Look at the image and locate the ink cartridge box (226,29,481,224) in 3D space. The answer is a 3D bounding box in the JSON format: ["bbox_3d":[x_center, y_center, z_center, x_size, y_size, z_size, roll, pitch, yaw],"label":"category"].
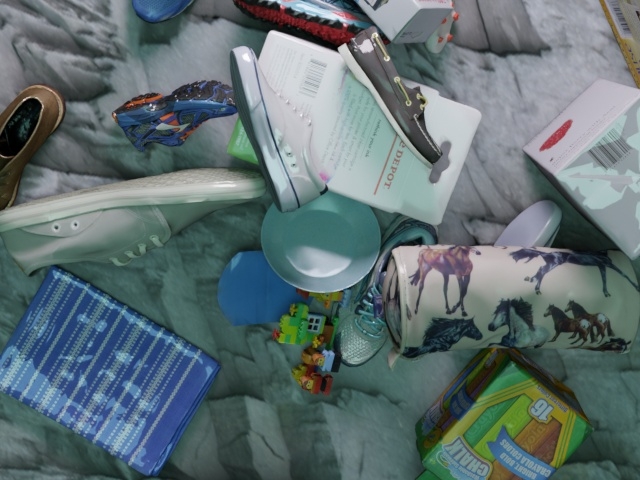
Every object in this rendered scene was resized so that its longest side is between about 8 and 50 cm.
[{"bbox_3d":[0.054,-0.177,1.867,0.353,0.119,0.207,21,100,-2],"label":"ink cartridge box"}]

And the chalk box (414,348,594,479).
[{"bbox_3d":[0.272,0.330,1.933,0.180,0.179,0.289,38,99,-6],"label":"chalk box"}]

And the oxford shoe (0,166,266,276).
[{"bbox_3d":[-0.295,-0.031,1.880,0.449,0.169,0.130,-11,98,10],"label":"oxford shoe"}]

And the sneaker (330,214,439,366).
[{"bbox_3d":[0.098,0.083,1.916,0.110,0.122,0.283,26,100,-4],"label":"sneaker"}]

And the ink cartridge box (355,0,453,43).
[{"bbox_3d":[0.103,-0.386,1.789,0.175,0.127,0.072,50,118,12],"label":"ink cartridge box"}]

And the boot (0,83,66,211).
[{"bbox_3d":[-0.525,-0.117,1.890,0.112,0.115,0.305,34,101,-8],"label":"boot"}]

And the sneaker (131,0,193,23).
[{"bbox_3d":[-0.217,-0.478,1.780,0.129,0.147,0.330,27,115,2],"label":"sneaker"}]

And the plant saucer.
[{"bbox_3d":[0.000,0.000,1.914,0.194,0.037,0.195,1,67,-3],"label":"plant saucer"}]

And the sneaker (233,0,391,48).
[{"bbox_3d":[0.002,-0.382,1.831,0.261,0.104,0.125,19,80,-9],"label":"sneaker"}]

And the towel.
[{"bbox_3d":[-0.365,0.225,1.992,0.336,0.040,0.243,31,99,-5],"label":"towel"}]

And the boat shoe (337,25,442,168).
[{"bbox_3d":[0.117,-0.212,1.758,0.068,0.081,0.228,-36,94,8],"label":"boat shoe"}]

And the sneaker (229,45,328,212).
[{"bbox_3d":[-0.063,-0.174,1.774,0.091,0.094,0.258,-22,104,-13],"label":"sneaker"}]

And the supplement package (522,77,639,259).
[{"bbox_3d":[0.444,-0.118,1.785,0.177,0.293,0.175,-44,98,8],"label":"supplement package"}]

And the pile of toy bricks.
[{"bbox_3d":[-0.027,0.148,1.925,0.105,0.118,0.212,8,103,-20],"label":"pile of toy bricks"}]

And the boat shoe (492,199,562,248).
[{"bbox_3d":[0.319,0.052,1.933,0.084,0.095,0.258,31,104,-26],"label":"boat shoe"}]

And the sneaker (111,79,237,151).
[{"bbox_3d":[-0.220,-0.196,1.879,0.221,0.083,0.087,-7,118,27],"label":"sneaker"}]

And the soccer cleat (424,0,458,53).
[{"bbox_3d":[0.175,-0.394,1.857,0.076,0.068,0.196,12,110,28],"label":"soccer cleat"}]

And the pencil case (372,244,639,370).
[{"bbox_3d":[0.292,0.099,1.807,0.410,0.160,0.184,1,117,-12],"label":"pencil case"}]

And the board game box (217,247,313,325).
[{"bbox_3d":[-0.092,0.070,1.956,0.168,0.033,0.133,-5,113,-18],"label":"board game box"}]

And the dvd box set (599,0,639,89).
[{"bbox_3d":[0.526,-0.260,1.692,0.062,0.420,0.308,-26,99,3],"label":"dvd box set"}]
